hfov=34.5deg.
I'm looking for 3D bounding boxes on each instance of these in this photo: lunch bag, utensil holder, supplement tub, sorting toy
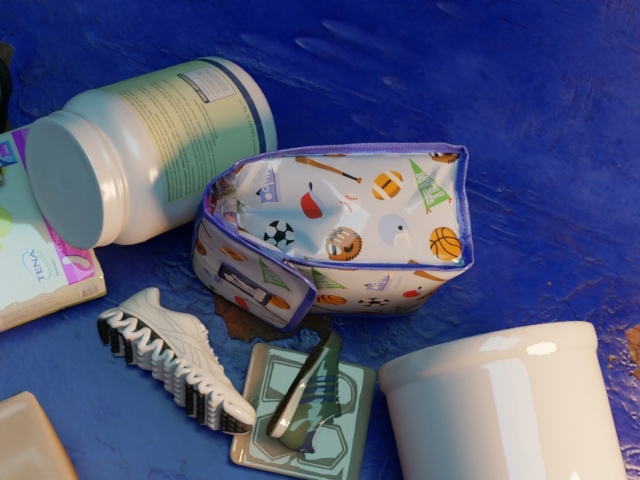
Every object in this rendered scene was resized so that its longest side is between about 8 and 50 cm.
[{"bbox_3d":[0.000,0.000,1.557,0.386,0.328,0.239,2,72,-11],"label":"lunch bag"},{"bbox_3d":[0.278,0.343,1.489,0.328,0.327,0.385,-8,75,-12],"label":"utensil holder"},{"bbox_3d":[-0.252,-0.132,1.561,0.325,0.235,0.235,-26,76,-39],"label":"supplement tub"},{"bbox_3d":[-0.025,0.274,1.613,0.208,0.038,0.193,15,69,-9],"label":"sorting toy"}]

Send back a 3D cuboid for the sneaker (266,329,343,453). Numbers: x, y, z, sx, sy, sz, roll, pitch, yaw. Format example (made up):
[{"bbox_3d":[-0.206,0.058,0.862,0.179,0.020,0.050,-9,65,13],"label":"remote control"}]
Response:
[{"bbox_3d":[-0.001,0.239,1.580,0.086,0.064,0.192,36,67,-9],"label":"sneaker"}]

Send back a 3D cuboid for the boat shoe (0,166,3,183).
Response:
[{"bbox_3d":[-0.545,-0.092,1.540,0.137,0.049,0.043,-14,72,-20],"label":"boat shoe"}]

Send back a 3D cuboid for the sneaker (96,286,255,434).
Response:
[{"bbox_3d":[-0.202,0.178,1.572,0.292,0.110,0.118,38,55,14],"label":"sneaker"}]

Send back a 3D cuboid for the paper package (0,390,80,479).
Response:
[{"bbox_3d":[-0.454,0.418,1.382,0.309,0.168,0.325,-24,70,-16],"label":"paper package"}]

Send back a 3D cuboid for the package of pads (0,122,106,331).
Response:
[{"bbox_3d":[-0.490,-0.016,1.600,0.229,0.101,0.296,-21,75,-16],"label":"package of pads"}]

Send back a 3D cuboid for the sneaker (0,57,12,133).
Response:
[{"bbox_3d":[-0.533,-0.238,1.676,0.051,0.089,0.170,-1,72,-10],"label":"sneaker"}]
